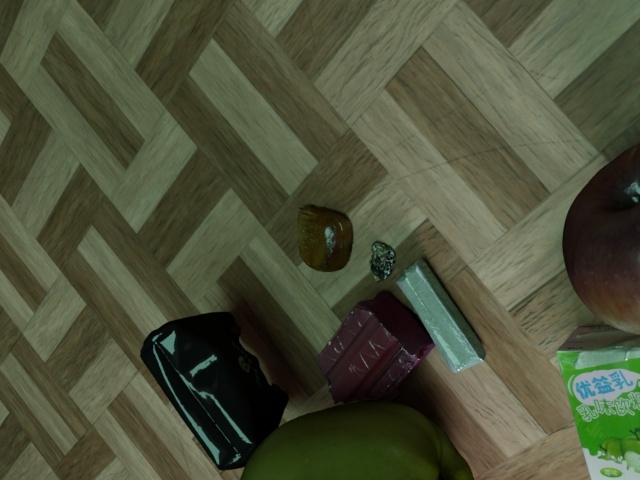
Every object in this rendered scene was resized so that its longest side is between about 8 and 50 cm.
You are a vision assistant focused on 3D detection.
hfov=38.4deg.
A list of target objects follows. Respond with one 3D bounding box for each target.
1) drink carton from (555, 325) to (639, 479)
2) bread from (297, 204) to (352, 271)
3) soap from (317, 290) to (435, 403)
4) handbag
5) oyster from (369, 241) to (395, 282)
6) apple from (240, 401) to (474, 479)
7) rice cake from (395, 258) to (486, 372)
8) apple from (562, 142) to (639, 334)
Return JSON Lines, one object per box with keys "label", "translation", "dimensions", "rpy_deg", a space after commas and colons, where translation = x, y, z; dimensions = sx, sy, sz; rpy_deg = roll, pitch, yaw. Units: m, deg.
{"label": "drink carton", "translation": [0.509, 0.278, 1.512], "dimensions": [0.161, 0.108, 0.271], "rpy_deg": [-8, 105, 40]}
{"label": "bread", "translation": [0.000, 0.000, 1.817], "dimensions": [0.126, 0.044, 0.129], "rpy_deg": [20, 125, 31]}
{"label": "soap", "translation": [0.096, 0.231, 1.813], "dimensions": [0.162, 0.099, 0.250], "rpy_deg": [45, 130, 12]}
{"label": "handbag", "translation": [-0.193, 0.293, 1.947], "dimensions": [0.152, 0.288, 0.342], "rpy_deg": [-35, 88, 21]}
{"label": "oyster", "translation": [0.114, 0.045, 1.764], "dimensions": [0.054, 0.019, 0.083], "rpy_deg": [24, 123, 27]}
{"label": "apple", "translation": [0.077, 0.522, 1.738], "dimensions": [0.473, 0.473, 0.474], "rpy_deg": [16, 120, 31]}
{"label": "rice cake", "translation": [0.220, 0.141, 1.714], "dimensions": [0.080, 0.042, 0.222], "rpy_deg": [-34, 89, 46]}
{"label": "apple", "translation": [0.492, -0.001, 1.286], "dimensions": [0.235, 0.306, 0.305], "rpy_deg": [39, 134, -16]}
